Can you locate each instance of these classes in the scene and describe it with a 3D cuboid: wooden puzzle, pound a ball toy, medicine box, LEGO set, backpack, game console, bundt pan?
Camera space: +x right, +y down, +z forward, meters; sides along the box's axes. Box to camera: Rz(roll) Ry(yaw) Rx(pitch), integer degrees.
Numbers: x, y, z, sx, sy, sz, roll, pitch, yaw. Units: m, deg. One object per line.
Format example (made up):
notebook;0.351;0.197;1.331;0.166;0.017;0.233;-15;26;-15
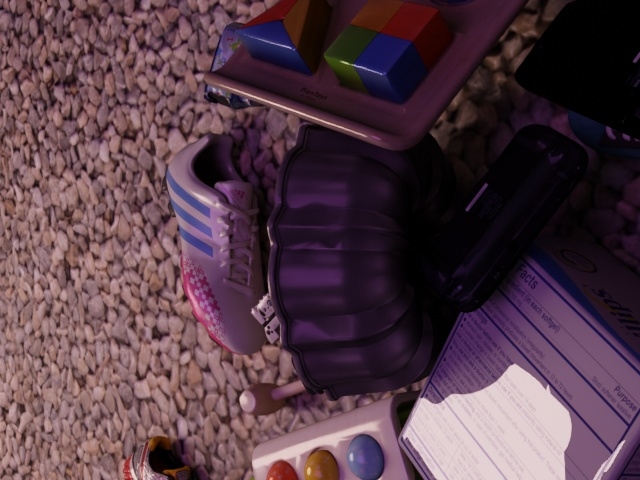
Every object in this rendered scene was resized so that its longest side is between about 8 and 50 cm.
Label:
wooden puzzle;0.065;-0.271;1.126;0.322;0.080;0.348;25;67;42
pound a ball toy;0.009;0.257;1.319;0.319;0.135;0.208;-27;73;42
medicine box;0.245;0.181;1.023;0.263;0.149;0.289;53;127;49
LEGO set;-0.013;0.024;1.336;0.093;0.087;0.227;47;123;8
backpack;-0.100;-0.244;1.432;0.084;0.105;0.114;20;106;20
game console;0.222;-0.094;1.012;0.361;0.044;0.213;-53;26;7
bundt pan;0.076;0.014;1.129;0.124;0.331;0.331;-2;91;28

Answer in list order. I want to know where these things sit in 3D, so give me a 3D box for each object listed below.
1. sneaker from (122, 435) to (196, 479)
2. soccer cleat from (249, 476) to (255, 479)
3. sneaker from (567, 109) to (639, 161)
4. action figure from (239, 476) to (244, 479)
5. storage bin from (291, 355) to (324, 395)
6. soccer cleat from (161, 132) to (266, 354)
sneaker;-0.236;0.410;1.610;0.093;0.088;0.225;-53;59;27
soccer cleat;-0.075;0.432;1.474;0.072;0.060;0.179;-38;59;50
sneaker;0.353;-0.121;0.960;0.302;0.121;0.108;10;99;45
action figure;-0.159;0.415;1.423;0.275;0.140;0.164;150;115;-69
storage bin;0.038;0.124;1.285;0.091;0.135;0.098;-2;128;35
soccer cleat;-0.139;-0.002;1.469;0.143;0.116;0.331;-37;66;41
